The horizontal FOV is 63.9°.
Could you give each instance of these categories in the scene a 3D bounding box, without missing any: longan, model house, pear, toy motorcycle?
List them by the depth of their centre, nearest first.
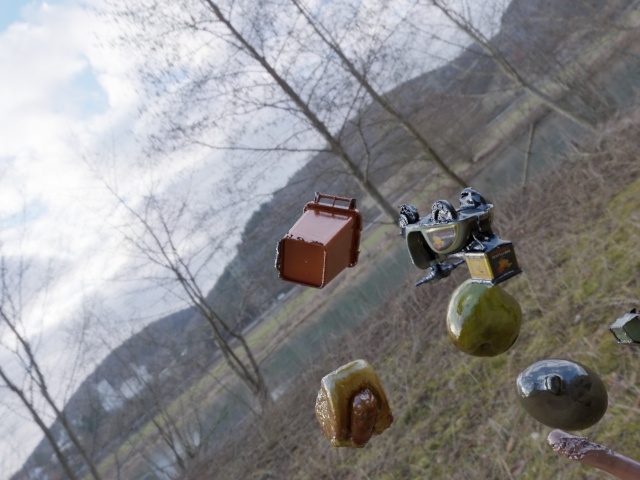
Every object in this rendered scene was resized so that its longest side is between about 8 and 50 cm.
[{"bbox_3d":[0.454,0.118,0.704,0.083,0.058,0.057,-37,-3,-15],"label":"model house"},{"bbox_3d":[0.214,0.000,0.885,0.090,0.157,0.263,-20,4,-19],"label":"toy motorcycle"},{"bbox_3d":[0.405,0.195,1.287,0.200,0.200,0.200,-40,-4,-3],"label":"pear"},{"bbox_3d":[0.820,0.525,1.762,0.300,0.300,0.243,134,143,-58],"label":"longan"}]

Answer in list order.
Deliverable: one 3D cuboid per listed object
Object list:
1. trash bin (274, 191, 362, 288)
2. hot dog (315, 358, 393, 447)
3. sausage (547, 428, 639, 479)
[{"bbox_3d":[0.000,0.000,1.239,0.238,0.161,0.185,-42,-40,-62],"label":"trash bin"},{"bbox_3d":[0.075,0.388,1.167,0.150,0.153,0.257,-21,-31,-20],"label":"hot dog"},{"bbox_3d":[0.721,0.552,1.269,0.078,0.304,0.078,-28,-54,-47],"label":"sausage"}]
